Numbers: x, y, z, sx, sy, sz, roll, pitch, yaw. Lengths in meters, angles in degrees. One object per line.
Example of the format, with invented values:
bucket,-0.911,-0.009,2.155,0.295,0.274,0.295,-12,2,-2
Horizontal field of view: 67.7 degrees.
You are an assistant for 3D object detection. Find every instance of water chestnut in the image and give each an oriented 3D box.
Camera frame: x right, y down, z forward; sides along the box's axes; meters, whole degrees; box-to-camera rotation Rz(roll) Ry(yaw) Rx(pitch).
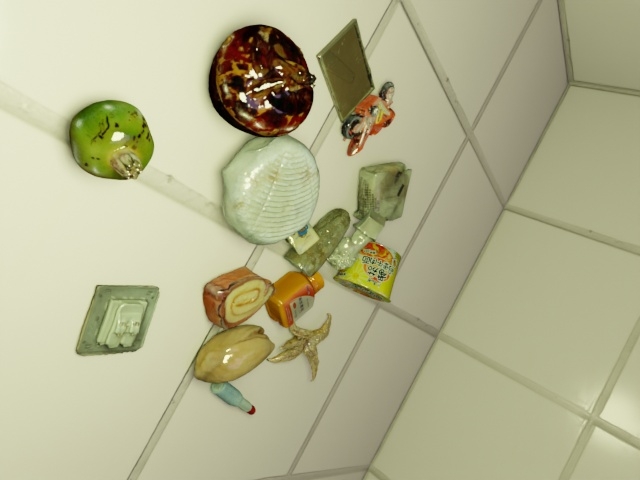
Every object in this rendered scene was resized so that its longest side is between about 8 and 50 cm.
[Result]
water chestnut,-0.129,-0.407,1.222,0.300,0.300,0.300,-29,131,-38

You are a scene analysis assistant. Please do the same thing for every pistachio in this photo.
pistachio,-0.293,0.383,1.612,0.293,0.162,0.182,-25,155,-41

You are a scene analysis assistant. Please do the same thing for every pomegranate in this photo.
pomegranate,-0.439,-0.201,1.034,0.180,0.209,0.180,-32,147,-24

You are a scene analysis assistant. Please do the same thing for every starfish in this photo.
starfish,-0.091,0.435,1.956,0.293,0.084,0.302,16,95,-49

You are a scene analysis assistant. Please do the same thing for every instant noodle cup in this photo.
instant noodle cup,0.208,0.121,2.007,0.264,0.264,0.200,38,73,-53

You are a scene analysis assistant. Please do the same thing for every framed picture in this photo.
framed picture,0.095,-0.570,1.628,0.209,0.019,0.281,-49,141,-19

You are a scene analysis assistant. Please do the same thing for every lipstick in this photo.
lipstick,-0.316,0.591,1.782,0.061,0.068,0.274,-53,141,-20

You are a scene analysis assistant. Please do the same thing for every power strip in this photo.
power strip,-0.536,0.225,1.295,0.198,0.064,0.213,7,104,-54

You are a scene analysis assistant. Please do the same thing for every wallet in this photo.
wallet,-0.082,-0.039,1.647,0.110,0.039,0.155,-41,101,-27

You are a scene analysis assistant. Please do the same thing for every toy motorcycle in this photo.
toy motorcycle,0.187,-0.449,1.749,0.298,0.089,0.171,-46,151,-21

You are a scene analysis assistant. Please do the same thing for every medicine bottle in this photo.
medicine bottle,-0.094,0.200,1.781,0.222,0.112,0.149,-38,138,-30

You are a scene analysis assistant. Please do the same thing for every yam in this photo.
yam,0.000,0.000,1.774,0.330,0.133,0.133,-50,142,-29

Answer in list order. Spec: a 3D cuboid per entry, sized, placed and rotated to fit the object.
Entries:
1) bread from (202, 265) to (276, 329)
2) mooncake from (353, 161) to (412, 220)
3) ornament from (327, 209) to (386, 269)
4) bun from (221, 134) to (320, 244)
bread,-0.267,0.181,1.551,0.244,0.123,0.190,-20,128,-43
mooncake,0.244,-0.193,1.941,0.250,0.136,0.255,-12,119,-43
ornament,0.142,0.003,1.873,0.285,0.130,0.120,-39,-170,15
bun,-0.156,-0.161,1.420,0.354,0.194,0.355,-30,135,-35
